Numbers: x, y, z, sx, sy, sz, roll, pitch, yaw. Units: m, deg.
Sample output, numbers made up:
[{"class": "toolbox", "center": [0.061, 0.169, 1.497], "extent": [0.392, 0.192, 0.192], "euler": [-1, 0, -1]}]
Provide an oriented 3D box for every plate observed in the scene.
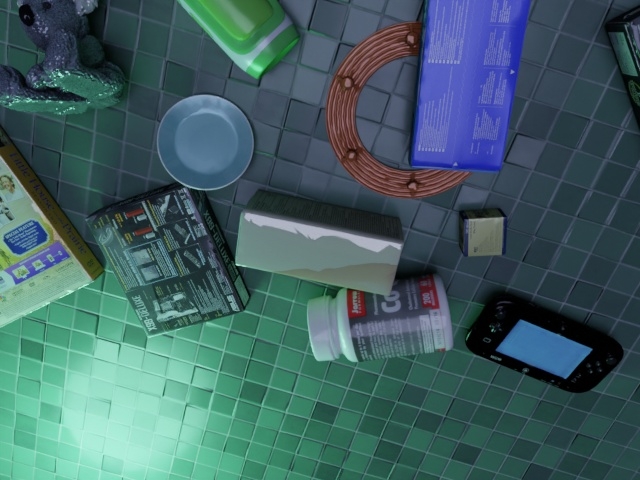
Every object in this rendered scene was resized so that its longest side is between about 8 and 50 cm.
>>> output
[{"class": "plate", "center": [-0.226, -0.193, 1.002], "extent": [0.188, 0.024, 0.188], "euler": [0, 92, -5]}]

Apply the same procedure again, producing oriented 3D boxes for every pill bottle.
[{"class": "pill bottle", "center": [0.123, 0.168, 1.065], "extent": [0.284, 0.161, 0.161], "euler": [-10, 111, 8]}]

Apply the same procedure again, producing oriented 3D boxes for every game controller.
[{"class": "game controller", "center": [0.485, 0.231, 1.109], "extent": [0.320, 0.067, 0.166], "euler": [22, 112, -3]}]

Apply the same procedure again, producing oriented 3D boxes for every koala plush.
[{"class": "koala plush", "center": [-0.472, -0.361, 0.921], "extent": [0.196, 0.203, 0.221], "euler": [-16, 89, 24]}]

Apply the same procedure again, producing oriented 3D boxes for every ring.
[{"class": "ring", "center": [0.176, -0.238, 0.968], "extent": [0.337, 0.032, 0.336], "euler": [2, 112, 5]}]

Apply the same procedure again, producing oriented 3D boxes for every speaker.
[{"class": "speaker", "center": [-0.176, -0.429, 0.873], "extent": [0.131, 0.131, 0.296], "euler": [-40, 103, 18]}]

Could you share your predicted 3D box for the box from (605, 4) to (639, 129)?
[{"class": "box", "center": [0.724, -0.272, 0.871], "extent": [0.319, 0.097, 0.394], "euler": [-26, 107, 16]}]

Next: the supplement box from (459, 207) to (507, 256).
[{"class": "supplement box", "center": [0.329, -0.016, 1.028], "extent": [0.083, 0.056, 0.083], "euler": [-3, 111, 6]}]

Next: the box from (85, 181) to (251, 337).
[{"class": "box", "center": [-0.323, 0.043, 1.101], "extent": [0.243, 0.076, 0.307], "euler": [-17, 109, 12]}]

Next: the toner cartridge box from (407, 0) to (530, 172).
[{"class": "toner cartridge box", "center": [0.252, -0.298, 0.880], "extent": [0.165, 0.075, 0.347], "euler": [5, 112, 4]}]

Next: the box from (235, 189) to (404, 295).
[{"class": "box", "center": [0.000, 0.000, 1.019], "extent": [0.312, 0.148, 0.121], "euler": [12, 113, 2]}]

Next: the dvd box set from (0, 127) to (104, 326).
[{"class": "dvd box set", "center": [-0.727, -0.032, 1.116], "extent": [0.308, 0.062, 0.420], "euler": [-25, 108, 14]}]
